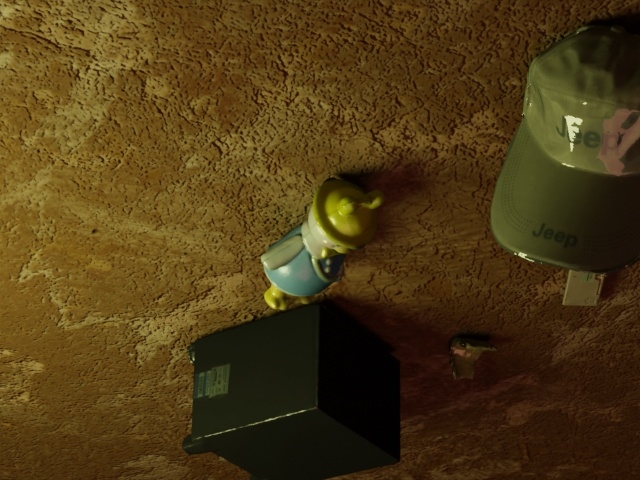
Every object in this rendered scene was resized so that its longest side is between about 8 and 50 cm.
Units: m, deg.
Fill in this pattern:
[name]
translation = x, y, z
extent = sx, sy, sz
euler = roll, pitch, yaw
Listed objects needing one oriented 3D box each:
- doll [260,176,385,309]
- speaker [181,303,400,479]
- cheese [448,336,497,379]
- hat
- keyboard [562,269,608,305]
[doll]
translation = 0.000, 0.001, 1.771
extent = 0.135, 0.098, 0.241
euler = 18, 144, -20
[speaker]
translation = -0.041, 0.235, 2.053
extent = 0.254, 0.184, 0.232
euler = -18, 143, 29
[cheese]
translation = 0.222, 0.175, 2.100
extent = 0.060, 0.041, 0.084
euler = 4, 132, -21
[hat]
translation = 0.286, -0.101, 1.487
extent = 0.214, 0.244, 0.149
euler = 11, 145, 25
[keyboard]
translation = 0.371, 0.043, 1.927
extent = 0.055, 0.017, 0.166
euler = 1, 147, 4
